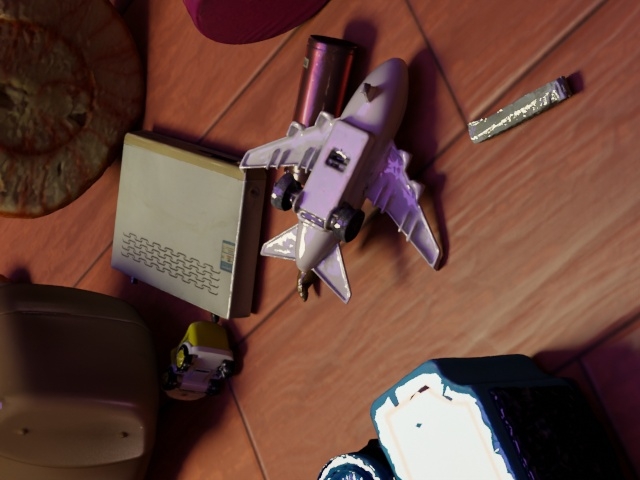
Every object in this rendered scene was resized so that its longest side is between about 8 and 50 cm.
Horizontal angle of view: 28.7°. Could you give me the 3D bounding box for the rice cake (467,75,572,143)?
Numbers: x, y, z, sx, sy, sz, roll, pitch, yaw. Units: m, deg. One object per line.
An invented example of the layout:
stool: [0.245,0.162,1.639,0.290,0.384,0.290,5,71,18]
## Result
rice cake: [0.188,-0.123,1.184,0.121,0.022,0.022,-26,82,46]

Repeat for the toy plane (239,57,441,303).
toy plane: [0.028,-0.071,1.296,0.251,0.101,0.255,28,105,22]

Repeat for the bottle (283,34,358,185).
bottle: [0.000,-0.139,1.375,0.060,0.060,0.164,29,113,44]

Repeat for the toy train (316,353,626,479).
toy train: [0.153,0.271,1.125,0.265,0.188,0.300,-43,59,36]

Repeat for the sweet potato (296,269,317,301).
sweet potato: [-0.003,-0.003,1.396,0.153,0.038,0.041,-67,33,29]

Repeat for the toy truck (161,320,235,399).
toy truck: [-0.157,0.149,1.558,0.111,0.076,0.077,-51,38,40]

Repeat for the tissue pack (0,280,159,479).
tissue pack: [-0.362,0.242,1.633,0.276,0.268,0.387,-107,31,-49]

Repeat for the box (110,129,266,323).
box: [-0.170,-0.020,1.581,0.270,0.045,0.210,17,104,47]

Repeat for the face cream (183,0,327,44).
face cream: [-0.091,-0.342,1.377,0.175,0.175,0.194,-43,62,41]

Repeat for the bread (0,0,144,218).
bread: [-0.382,-0.188,1.621,0.114,0.295,0.327,16,72,48]

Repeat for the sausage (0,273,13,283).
sausage: [-0.531,0.173,1.943,0.133,0.133,0.258,30,115,44]
